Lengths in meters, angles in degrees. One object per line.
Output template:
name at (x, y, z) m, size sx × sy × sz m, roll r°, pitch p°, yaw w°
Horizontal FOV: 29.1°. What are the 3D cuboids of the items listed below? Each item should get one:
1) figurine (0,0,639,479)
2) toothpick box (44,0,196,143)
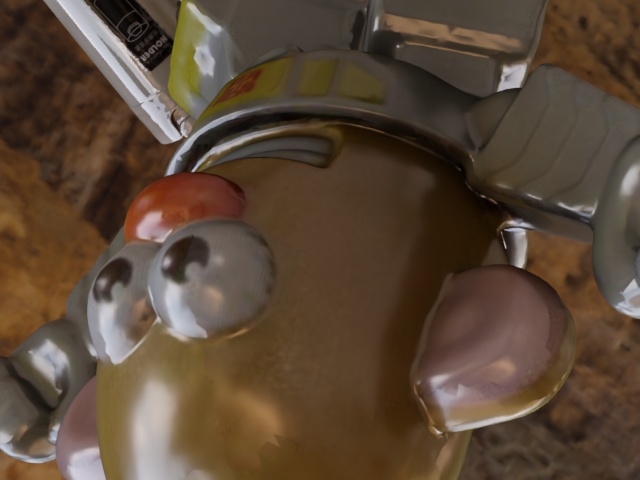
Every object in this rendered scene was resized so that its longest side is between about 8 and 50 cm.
figurine at (0.002, 0.000, 0.478) m, size 0.167 × 0.342 × 0.284 m, roll 28°, pitch -128°, yaw -20°
toothpick box at (-0.150, -0.183, 1.066) m, size 0.180 × 0.111 × 0.111 m, roll 51°, pitch -173°, yaw -18°
